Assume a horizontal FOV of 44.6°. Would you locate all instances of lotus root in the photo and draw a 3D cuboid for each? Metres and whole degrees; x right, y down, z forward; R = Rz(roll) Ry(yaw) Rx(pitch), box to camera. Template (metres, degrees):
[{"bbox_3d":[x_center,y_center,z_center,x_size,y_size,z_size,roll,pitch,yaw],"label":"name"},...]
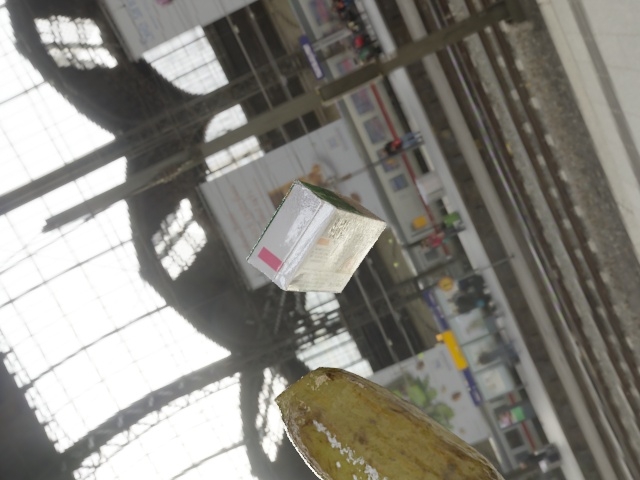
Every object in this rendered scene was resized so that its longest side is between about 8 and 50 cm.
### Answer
[{"bbox_3d":[0.069,0.200,0.683,0.258,0.110,0.097,36,157,29],"label":"lotus root"}]

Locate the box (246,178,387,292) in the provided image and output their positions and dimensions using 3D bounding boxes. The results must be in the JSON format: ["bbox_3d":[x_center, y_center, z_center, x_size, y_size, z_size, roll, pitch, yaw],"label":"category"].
[{"bbox_3d":[0.000,0.000,1.117,0.081,0.135,0.199,38,-170,25],"label":"box"}]
